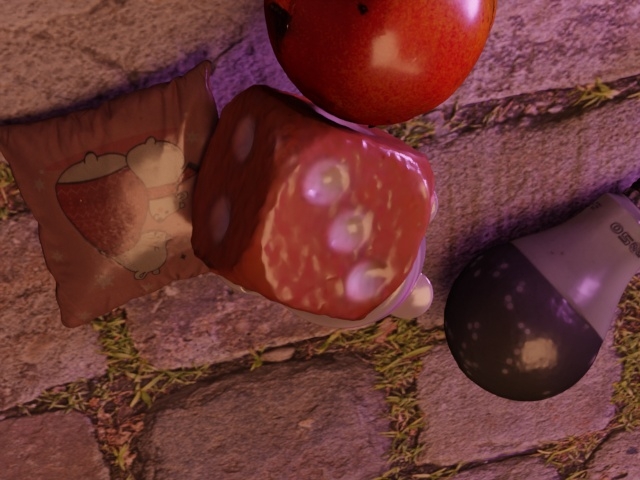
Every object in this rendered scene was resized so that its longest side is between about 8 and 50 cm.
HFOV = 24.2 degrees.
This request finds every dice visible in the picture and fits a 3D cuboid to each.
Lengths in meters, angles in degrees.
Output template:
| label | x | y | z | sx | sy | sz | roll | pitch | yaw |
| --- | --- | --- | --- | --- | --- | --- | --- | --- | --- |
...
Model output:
| label | x | y | z | sx | sy | sz | roll | pitch | yaw |
| --- | --- | --- | --- | --- | --- | --- | --- | --- | --- |
| dice | -0.014 | -0.035 | 1.397 | 0.174 | 0.175 | 0.179 | 17 | 104 | -30 |

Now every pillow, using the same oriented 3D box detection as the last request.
| label | x | y | z | sx | sy | sz | roll | pitch | yaw |
| --- | --- | --- | --- | --- | --- | --- | --- | --- | --- |
| pillow | -0.183 | -0.045 | 1.475 | 0.236 | 0.084 | 0.223 | -20 | 112 | 1 |

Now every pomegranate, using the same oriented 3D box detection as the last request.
| label | x | y | z | sx | sy | sz | roll | pitch | yaw |
| --- | --- | --- | --- | --- | --- | --- | --- | --- | --- |
| pomegranate | 0.061 | -0.214 | 1.319 | 0.210 | 0.210 | 0.235 | 26 | 108 | -36 |

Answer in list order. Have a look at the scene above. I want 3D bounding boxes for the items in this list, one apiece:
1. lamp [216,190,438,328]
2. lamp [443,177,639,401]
| label | x | y | z | sx | sy | sz | roll | pitch | yaw |
| --- | --- | --- | --- | --- | --- | --- | --- | --- | --- |
| lamp | -0.001 | -0.001 | 1.580 | 0.246 | 0.108 | 0.180 | 4 | 108 | 7 |
| lamp | 0.266 | 0.036 | 1.689 | 0.182 | 0.182 | 0.314 | 25 | 103 | -35 |
